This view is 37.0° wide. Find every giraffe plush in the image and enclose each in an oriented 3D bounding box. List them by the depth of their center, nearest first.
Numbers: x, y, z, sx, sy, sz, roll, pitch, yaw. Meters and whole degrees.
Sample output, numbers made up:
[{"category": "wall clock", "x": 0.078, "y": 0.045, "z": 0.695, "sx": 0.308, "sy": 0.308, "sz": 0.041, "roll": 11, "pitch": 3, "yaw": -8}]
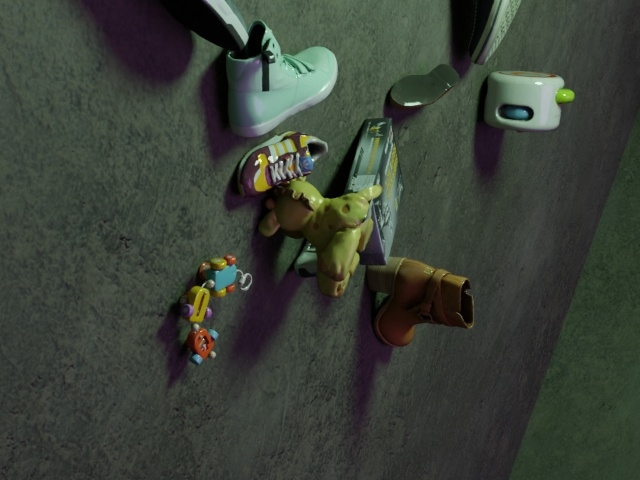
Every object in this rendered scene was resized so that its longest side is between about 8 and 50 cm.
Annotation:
[{"category": "giraffe plush", "x": -0.008, "y": -0.030, "z": 1.610, "sx": 0.210, "sy": 0.171, "sz": 0.181, "roll": 103, "pitch": 12, "yaw": -45}]

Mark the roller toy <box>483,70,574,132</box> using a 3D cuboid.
[{"category": "roller toy", "x": 0.504, "y": -0.343, "z": 2.387, "sx": 0.191, "sy": 0.209, "sz": 0.146, "roll": -3, "pitch": 107, "yaw": -21}]

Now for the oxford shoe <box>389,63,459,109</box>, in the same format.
[{"category": "oxford shoe", "x": 0.208, "y": -0.303, "z": 1.993, "sx": 0.212, "sy": 0.076, "sz": 0.076, "roll": -26, "pitch": 164, "yaw": -44}]

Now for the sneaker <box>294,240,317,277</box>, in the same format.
[{"category": "sneaker", "x": 0.000, "y": 0.000, "z": 1.736, "sx": 0.190, "sy": 0.071, "sz": 0.082, "roll": -51, "pitch": 137, "yaw": -54}]

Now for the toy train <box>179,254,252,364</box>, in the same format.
[{"category": "toy train", "x": -0.174, "y": 0.100, "z": 1.471, "sx": 0.166, "sy": 0.046, "sz": 0.125, "roll": -60, "pitch": 149, "yaw": -24}]

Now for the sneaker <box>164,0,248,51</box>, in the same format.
[{"category": "sneaker", "x": -0.151, "y": -0.393, "z": 1.245, "sx": 0.178, "sy": 0.124, "sz": 0.295, "roll": -60, "pitch": 147, "yaw": -12}]

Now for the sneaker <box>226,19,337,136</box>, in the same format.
[{"category": "sneaker", "x": -0.053, "y": -0.280, "z": 1.479, "sx": 0.256, "sy": 0.094, "sz": 0.151, "roll": -45, "pitch": 144, "yaw": -42}]

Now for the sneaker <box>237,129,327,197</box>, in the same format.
[{"category": "sneaker", "x": -0.060, "y": -0.125, "z": 1.544, "sx": 0.185, "sy": 0.084, "sz": 0.069, "roll": -48, "pitch": 140, "yaw": -44}]

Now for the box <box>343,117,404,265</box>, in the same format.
[{"category": "box", "x": 0.107, "y": -0.094, "z": 1.832, "sx": 0.231, "sy": 0.056, "sz": 0.183, "roll": -72, "pitch": 155, "yaw": -44}]

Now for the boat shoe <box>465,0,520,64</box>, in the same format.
[{"category": "boat shoe", "x": 0.378, "y": -0.627, "z": 2.090, "sx": 0.187, "sy": 0.156, "sz": 0.500, "roll": -51, "pitch": 154, "yaw": -48}]

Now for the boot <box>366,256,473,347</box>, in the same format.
[{"category": "boot", "x": 0.227, "y": 0.148, "z": 2.034, "sx": 0.109, "sy": 0.220, "sz": 0.283, "roll": -53, "pitch": 143, "yaw": -39}]
